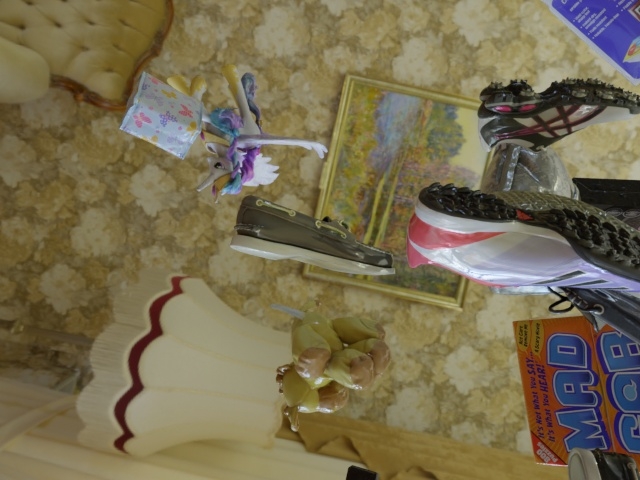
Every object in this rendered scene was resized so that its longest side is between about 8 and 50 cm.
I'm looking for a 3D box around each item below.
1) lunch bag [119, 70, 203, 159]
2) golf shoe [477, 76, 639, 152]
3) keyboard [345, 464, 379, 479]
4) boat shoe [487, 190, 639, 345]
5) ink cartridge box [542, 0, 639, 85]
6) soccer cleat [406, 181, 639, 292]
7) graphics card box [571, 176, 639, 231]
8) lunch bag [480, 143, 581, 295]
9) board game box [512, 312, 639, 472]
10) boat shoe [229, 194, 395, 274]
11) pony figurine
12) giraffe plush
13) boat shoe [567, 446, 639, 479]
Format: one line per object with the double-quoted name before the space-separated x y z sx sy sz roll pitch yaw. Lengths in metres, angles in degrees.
"lunch bag" -0.163 -0.134 0.486 0.053 0.071 0.083 -46 -144 31
"golf shoe" 0.423 -0.224 0.840 0.105 0.273 0.120 -73 162 -52
"keyboard" 0.078 0.545 0.907 0.108 0.023 0.180 -11 -124 47
"boat shoe" 0.452 0.062 0.739 0.187 0.500 0.155 -25 134 -33
"ink cartridge box" 0.411 -0.344 0.582 0.206 0.208 0.045 -48 180 37
"soccer cleat" 0.271 0.018 0.611 0.108 0.319 0.116 -66 169 -55
"graphics card box" 0.811 -0.047 1.381 0.370 0.233 0.094 76 22 -62
"lunch bag" 0.460 -0.063 1.060 0.255 0.213 0.305 58 46 -31
"board game box" 0.761 0.369 1.233 0.356 0.357 0.355 9 72 -54
"boat shoe" 0.002 0.000 0.797 0.109 0.305 0.091 -10 -111 64
"pony figurine" -0.210 -0.279 1.258 0.303 0.351 0.362 -27 -103 46
"giraffe plush" -0.004 0.214 0.760 0.181 0.211 0.170 -19 126 -59
"boat shoe" 0.433 0.453 0.655 0.114 0.092 0.302 77 16 -58
